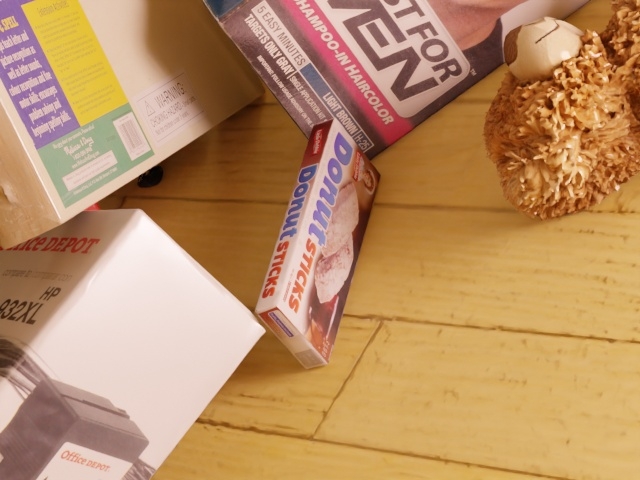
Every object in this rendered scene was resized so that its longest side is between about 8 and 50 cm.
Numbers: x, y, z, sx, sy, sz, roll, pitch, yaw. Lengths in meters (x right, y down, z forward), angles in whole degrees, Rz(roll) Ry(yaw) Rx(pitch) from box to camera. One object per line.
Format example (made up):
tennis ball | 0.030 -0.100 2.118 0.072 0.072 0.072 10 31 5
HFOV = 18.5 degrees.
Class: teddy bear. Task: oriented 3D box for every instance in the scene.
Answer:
teddy bear | 0.246 -0.142 1.244 0.338 0.113 0.245 -19 36 26

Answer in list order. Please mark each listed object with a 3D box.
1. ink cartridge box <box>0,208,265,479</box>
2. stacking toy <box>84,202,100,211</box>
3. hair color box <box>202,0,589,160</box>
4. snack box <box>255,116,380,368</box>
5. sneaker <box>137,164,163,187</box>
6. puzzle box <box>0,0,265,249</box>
ink cartridge box | -0.213 0.130 1.310 0.307 0.129 0.223 -52 23 -19
stacking toy | -0.310 -0.017 1.622 0.330 0.141 0.141 0 50 36
hair color box | 0.096 -0.221 1.420 0.347 0.174 0.105 -37 34 4
snack box | 0.000 0.000 1.351 0.022 0.064 0.178 -16 40 33
sneaker | -0.214 -0.101 1.632 0.256 0.151 0.094 20 100 58
puzzle box | -0.181 -0.175 1.399 0.052 0.272 0.409 -23 7 22
